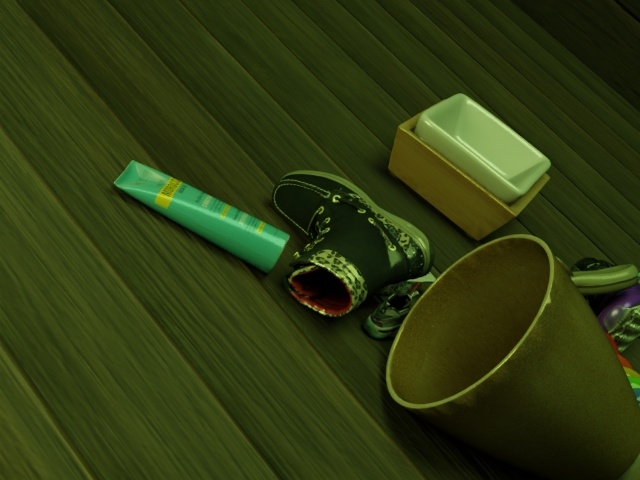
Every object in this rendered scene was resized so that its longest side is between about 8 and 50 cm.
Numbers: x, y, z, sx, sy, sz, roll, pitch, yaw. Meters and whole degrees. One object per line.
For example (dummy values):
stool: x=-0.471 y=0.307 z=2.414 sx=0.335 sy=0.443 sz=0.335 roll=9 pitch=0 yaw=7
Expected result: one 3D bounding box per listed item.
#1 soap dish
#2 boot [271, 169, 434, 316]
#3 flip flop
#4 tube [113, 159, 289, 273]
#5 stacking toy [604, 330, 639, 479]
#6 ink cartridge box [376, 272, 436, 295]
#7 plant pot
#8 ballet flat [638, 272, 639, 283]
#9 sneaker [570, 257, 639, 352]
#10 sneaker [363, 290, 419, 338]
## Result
soap dish: x=0.244 y=-0.123 z=1.958 sx=0.229 sy=0.118 sz=0.291 roll=39 pitch=25 yaw=7
boot: x=0.001 y=-0.001 z=1.462 sx=0.236 sy=0.085 sz=0.178 roll=29 pitch=34 yaw=24
flip flop: x=0.313 y=0.043 z=1.674 sx=0.277 sy=0.080 sz=0.112 roll=-5 pitch=6 yaw=-12
tube: x=-0.138 y=-0.031 z=1.392 sx=0.207 sy=0.052 sz=0.080 roll=28 pitch=18 yaw=-4
stacking toy: x=0.376 y=0.218 z=1.523 sx=0.141 sy=0.141 sz=0.330 roll=25 pitch=19 yaw=-22
ink cartridge box: x=0.099 y=0.043 z=1.580 sx=0.115 sy=0.029 sz=0.063 roll=7 pitch=37 yaw=-49
plant pot: x=0.246 y=0.161 z=1.353 sx=0.254 sy=0.237 sz=0.237 roll=41 pitch=21 yaw=-22
ballet flat: x=0.618 y=0.101 z=2.062 sx=0.316 sy=0.107 sz=0.106 roll=-2 pitch=57 yaw=-53
sneaker: x=0.433 y=0.091 z=1.827 sx=0.146 sy=0.102 sz=0.293 roll=43 pitch=13 yaw=15
sneaker: x=0.101 y=0.085 z=1.454 sx=0.038 sy=0.069 sz=0.098 roll=47 pitch=27 yaw=22
